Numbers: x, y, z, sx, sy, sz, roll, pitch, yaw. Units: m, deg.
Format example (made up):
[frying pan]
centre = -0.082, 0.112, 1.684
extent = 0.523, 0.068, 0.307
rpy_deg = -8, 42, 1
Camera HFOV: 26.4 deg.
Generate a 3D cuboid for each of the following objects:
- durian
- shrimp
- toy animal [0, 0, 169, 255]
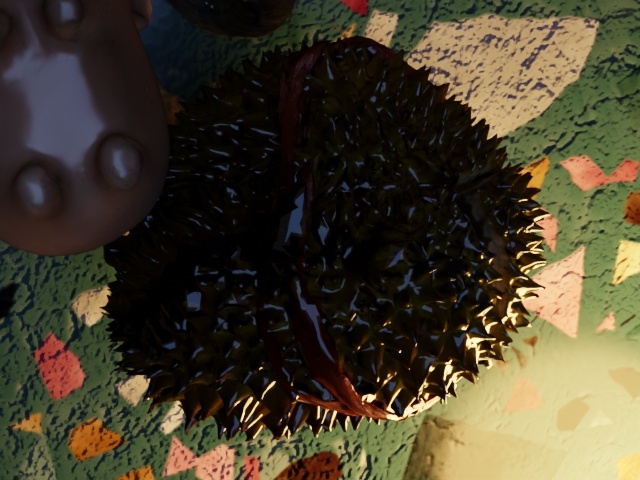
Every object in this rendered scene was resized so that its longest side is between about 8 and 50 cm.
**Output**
[durian]
centre = -0.001, 0.005, 1.140
extent = 0.384, 0.347, 0.347
rpy_deg = 1, 110, 17
[shrimp]
centre = -0.083, -0.214, 1.142
extent = 0.132, 0.187, 0.051
rpy_deg = 14, 73, -15
[toy animal]
centre = -0.220, -0.153, 1.060
extent = 0.237, 0.269, 0.326
rpy_deg = -11, 99, -17
